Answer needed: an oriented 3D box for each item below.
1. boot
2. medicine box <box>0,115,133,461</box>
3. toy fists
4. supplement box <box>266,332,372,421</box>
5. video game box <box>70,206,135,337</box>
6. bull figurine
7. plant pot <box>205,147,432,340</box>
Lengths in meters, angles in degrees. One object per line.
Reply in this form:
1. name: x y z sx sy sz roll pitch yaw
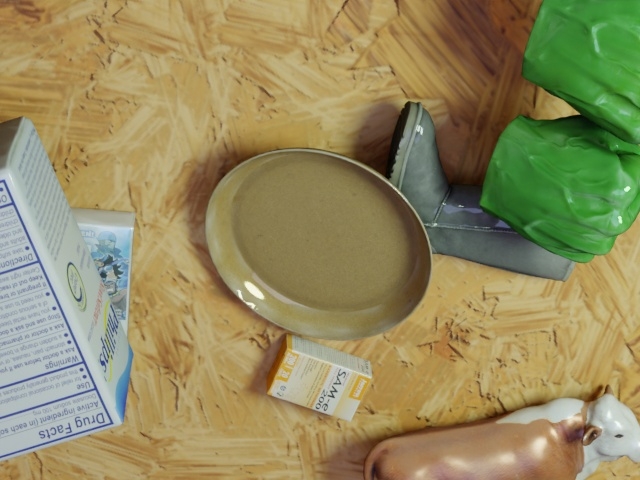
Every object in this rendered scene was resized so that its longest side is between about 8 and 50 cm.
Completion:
1. boot: 0.168 -0.046 1.585 0.208 0.076 0.190 9 129 1
2. medicine box: -0.356 0.067 1.522 0.263 0.149 0.289 -17 114 6
3. toy fists: 0.252 -0.105 1.449 0.142 0.096 0.279 31 126 23
4. supplement box: -0.002 0.147 1.687 0.098 0.036 0.062 19 113 -11
5. video game box: -0.298 0.054 1.625 0.205 0.048 0.187 5 116 -5
6. bull figurine: 0.202 0.257 1.711 0.310 0.101 0.188 -6 117 0
7. plant pot: 0.000 0.000 1.586 0.236 0.032 0.236 9 128 11
